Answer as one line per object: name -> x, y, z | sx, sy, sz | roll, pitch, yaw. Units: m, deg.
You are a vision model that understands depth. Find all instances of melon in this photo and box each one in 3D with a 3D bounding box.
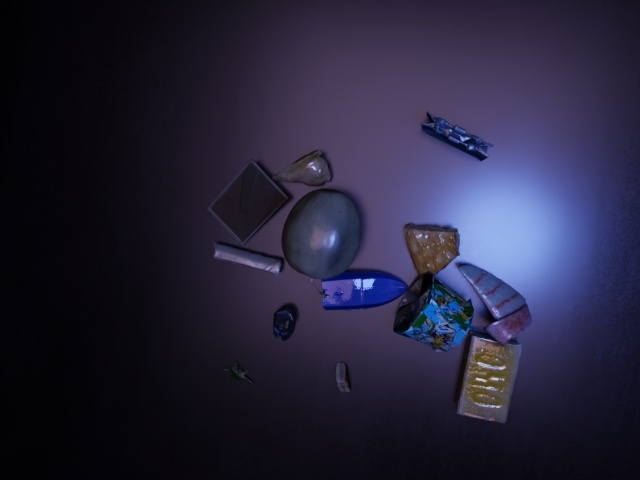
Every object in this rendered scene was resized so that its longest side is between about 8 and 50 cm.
melon -> 0.006, -0.015, 1.875 | 0.272, 0.272, 0.308 | 37, 97, 4

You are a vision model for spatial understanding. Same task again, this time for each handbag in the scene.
handbag -> 0.428, -0.330, 1.812 | 0.229, 0.179, 0.062 | 28, 100, 7

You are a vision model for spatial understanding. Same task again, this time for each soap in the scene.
soap -> 0.555, 0.453, 1.918 | 0.174, 0.089, 0.274 | 9, 98, 6

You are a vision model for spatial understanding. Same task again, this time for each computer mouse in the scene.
computer mouse -> -0.127, 0.291, 2.030 | 0.079, 0.047, 0.134 | 20, 110, 18

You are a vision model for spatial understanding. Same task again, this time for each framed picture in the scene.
framed picture -> -0.256, -0.128, 1.995 | 0.189, 0.023, 0.260 | 46, 111, 2

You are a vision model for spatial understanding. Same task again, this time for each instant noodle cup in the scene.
instant noodle cup -> 0.370, 0.241, 1.856 | 0.178, 0.240, 0.240 | 31, 100, -7

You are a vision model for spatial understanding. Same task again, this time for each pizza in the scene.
pizza -> 0.383, 0.038, 1.914 | 0.188, 0.081, 0.204 | -1, 107, 32

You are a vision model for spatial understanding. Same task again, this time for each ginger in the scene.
ginger -> -0.060, -0.221, 1.943 | 0.193, 0.115, 0.122 | -22, 110, 23

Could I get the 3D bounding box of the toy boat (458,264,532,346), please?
toy boat -> 0.561, 0.183, 1.873 | 0.206, 0.096, 0.282 | -29, 76, -29

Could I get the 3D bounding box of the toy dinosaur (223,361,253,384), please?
toy dinosaur -> -0.294, 0.489, 2.091 | 0.120, 0.029, 0.060 | 37, 116, -2

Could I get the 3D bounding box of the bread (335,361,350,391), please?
bread -> 0.076, 0.484, 2.011 | 0.043, 0.062, 0.108 | -10, 91, 11

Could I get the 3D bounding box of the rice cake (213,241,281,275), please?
rice cake -> -0.261, 0.064, 2.025 | 0.256, 0.052, 0.057 | 14, 95, 7

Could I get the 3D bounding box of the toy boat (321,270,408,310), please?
toy boat -> 0.151, 0.169, 1.960 | 0.296, 0.088, 0.129 | -3, 95, -2
